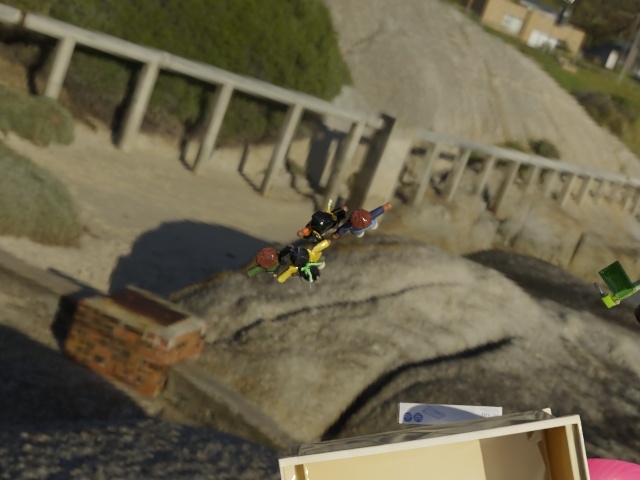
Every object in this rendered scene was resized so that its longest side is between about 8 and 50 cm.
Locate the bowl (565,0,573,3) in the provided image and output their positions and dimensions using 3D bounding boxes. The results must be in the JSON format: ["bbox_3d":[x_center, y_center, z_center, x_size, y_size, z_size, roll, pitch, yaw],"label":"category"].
[{"bbox_3d":[0.407,-0.466,1.581,0.053,0.142,0.142,20,-31,1],"label":"bowl"}]

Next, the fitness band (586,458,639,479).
[{"bbox_3d":[0.492,0.430,1.725,0.291,0.054,0.209,22,-32,-33],"label":"fitness band"}]

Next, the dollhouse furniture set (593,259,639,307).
[{"bbox_3d":[0.508,0.070,1.697,0.059,0.076,0.151,60,19,13],"label":"dollhouse furniture set"}]

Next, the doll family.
[{"bbox_3d":[0.000,0.000,1.252,0.076,0.193,0.111,48,0,11],"label":"doll family"}]

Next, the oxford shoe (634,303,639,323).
[{"bbox_3d":[0.553,0.048,1.497,0.096,0.227,0.083,30,-26,46],"label":"oxford shoe"}]

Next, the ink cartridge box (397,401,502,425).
[{"bbox_3d":[0.263,0.361,2.055,0.207,0.046,0.097,2,-12,2],"label":"ink cartridge box"}]

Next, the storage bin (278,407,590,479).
[{"bbox_3d":[0.113,0.300,0.912,0.262,0.260,0.123,-9,-3,1],"label":"storage bin"}]
